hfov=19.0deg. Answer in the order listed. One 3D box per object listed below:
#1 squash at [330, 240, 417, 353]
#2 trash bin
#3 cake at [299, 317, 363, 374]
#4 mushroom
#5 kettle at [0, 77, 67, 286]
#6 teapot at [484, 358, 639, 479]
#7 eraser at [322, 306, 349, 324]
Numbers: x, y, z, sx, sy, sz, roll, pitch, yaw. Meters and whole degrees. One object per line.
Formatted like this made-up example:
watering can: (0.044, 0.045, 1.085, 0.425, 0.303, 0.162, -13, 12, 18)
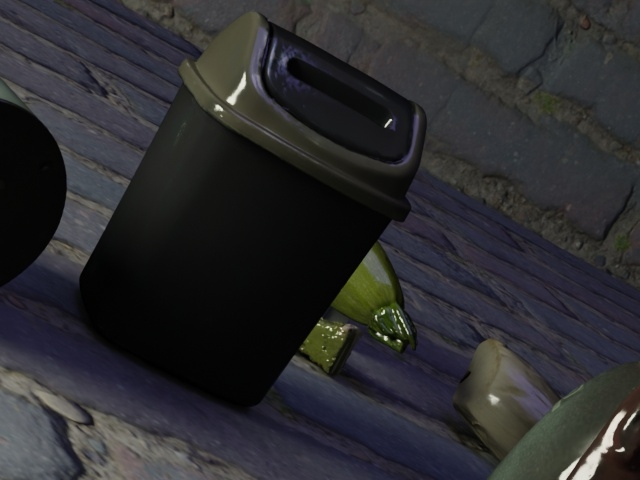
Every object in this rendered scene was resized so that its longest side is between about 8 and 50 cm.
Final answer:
squash: (0.000, 0.000, 1.966, 0.094, 0.094, 0.341, 21, 17, -50)
trash bin: (-0.058, -0.027, 1.599, 0.209, 0.290, 0.182, 28, 11, -24)
cake: (-0.029, 0.090, 1.902, 0.140, 0.055, 0.051, 18, 5, 24)
mushroom: (0.231, 0.204, 1.961, 0.247, 0.096, 0.108, 41, 11, 17)
kettle: (-0.325, -0.090, 1.432, 0.221, 0.161, 0.236, 31, 8, -37)
teapot: (0.187, 0.201, 1.205, 0.233, 0.312, 0.315, 35, 10, 25)
eraser: (-0.068, 0.033, 1.991, 0.212, 0.046, 0.092, 27, 12, -32)
